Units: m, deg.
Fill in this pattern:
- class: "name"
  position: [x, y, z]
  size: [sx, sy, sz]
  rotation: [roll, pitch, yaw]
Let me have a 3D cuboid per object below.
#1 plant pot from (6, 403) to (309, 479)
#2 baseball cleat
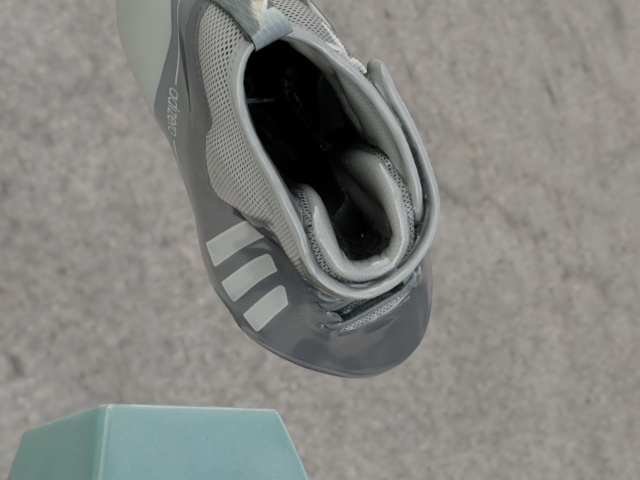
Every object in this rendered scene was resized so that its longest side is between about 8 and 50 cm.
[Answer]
- class: "plant pot"
  position: [-0.086, 0.207, 0.825]
  size: [0.166, 0.165, 0.234]
  rotation: [5, 74, -33]
- class: "baseball cleat"
  position: [0.000, 0.000, 0.478]
  size: [0.109, 0.072, 0.206]
  rotation: [53, -4, 42]
